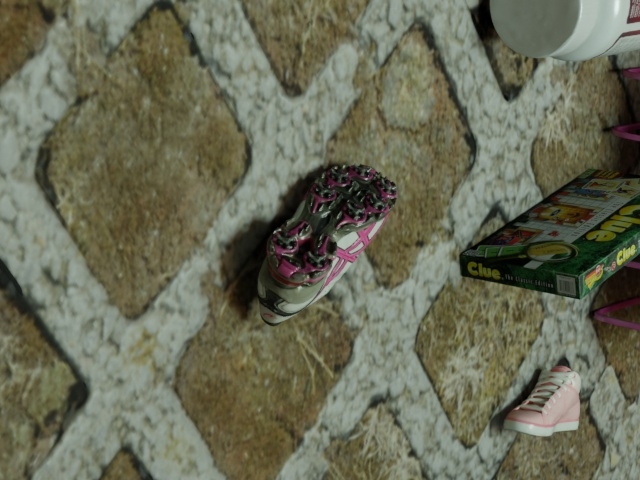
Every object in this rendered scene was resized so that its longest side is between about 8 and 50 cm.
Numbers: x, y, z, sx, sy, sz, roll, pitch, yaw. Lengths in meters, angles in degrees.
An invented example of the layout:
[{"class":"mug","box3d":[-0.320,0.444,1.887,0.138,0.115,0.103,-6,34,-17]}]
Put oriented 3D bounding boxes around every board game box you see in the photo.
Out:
[{"class":"board game box","box3d":[0.267,-0.011,1.891,0.259,0.136,0.030,-31,125,-47]}]

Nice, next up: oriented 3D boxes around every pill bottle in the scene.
[{"class":"pill bottle","box3d":[0.265,-0.238,1.836,0.221,0.121,0.121,-15,111,-51]}]

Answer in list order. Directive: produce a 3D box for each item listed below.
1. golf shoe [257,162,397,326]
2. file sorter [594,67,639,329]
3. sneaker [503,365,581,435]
[{"class":"golf shoe","box3d":[0.000,0.000,1.602,0.186,0.067,0.086,-44,164,-45]},{"class":"file sorter","box3d":[0.423,-0.044,2.055,0.202,0.182,0.291,-12,110,-53]},{"class":"sneaker","box3d":[0.234,0.166,1.969,0.134,0.051,0.070,0,97,-57]}]
